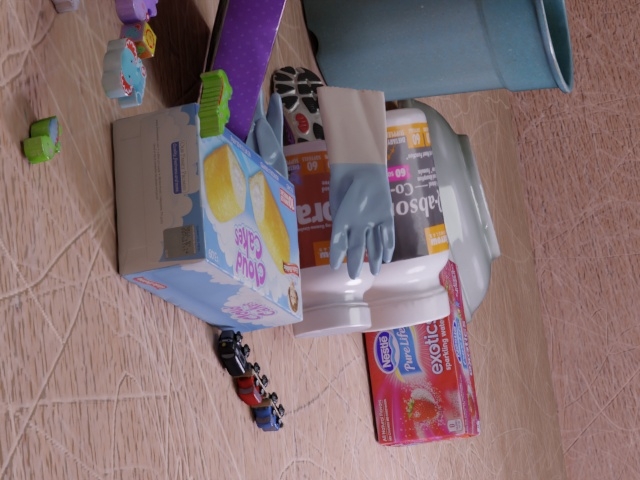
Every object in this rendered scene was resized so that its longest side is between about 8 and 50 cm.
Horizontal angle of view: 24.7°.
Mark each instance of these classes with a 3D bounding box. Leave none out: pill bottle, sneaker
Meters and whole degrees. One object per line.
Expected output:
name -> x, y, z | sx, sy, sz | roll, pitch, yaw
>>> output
pill bottle -> 0.084, -0.027, 1.930 | 0.162, 0.162, 0.279 | -17, 97, -74
pill bottle -> 0.000, 0.000, 1.694 | 0.121, 0.121, 0.216 | 19, 61, -72
sneaker -> -0.027, -0.142, 1.828 | 0.071, 0.068, 0.170 | 124, -40, -56

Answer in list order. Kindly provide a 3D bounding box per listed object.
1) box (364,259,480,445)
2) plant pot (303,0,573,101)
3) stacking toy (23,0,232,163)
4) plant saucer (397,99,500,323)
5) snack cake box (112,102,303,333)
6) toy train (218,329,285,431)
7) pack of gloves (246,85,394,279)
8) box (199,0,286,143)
box -> 0.140, 0.158, 2.065 | 0.122, 0.128, 0.257 | 26, 56, -70
plant pot -> 0.166, -0.346, 2.094 | 0.341, 0.334, 0.341 | -10, 90, -75
stacking toy -> -0.154, -0.166, 1.182 | 0.052, 0.167, 0.221 | 58, 28, -52
plant saucer -> 0.227, -0.064, 2.437 | 0.400, 0.100, 0.401 | -16, 90, -83
snack cake box -> -0.103, -0.013, 1.408 | 0.264, 0.089, 0.152 | 38, 43, -66
toy train -> -0.071, 0.153, 1.526 | 0.158, 0.027, 0.036 | 64, 26, -43
pack of gloves -> -0.019, -0.061, 1.623 | 0.046, 0.195, 0.232 | 127, -37, -64
box -> -0.068, -0.248, 1.468 | 0.293, 0.057, 0.201 | 110, -12, -48
